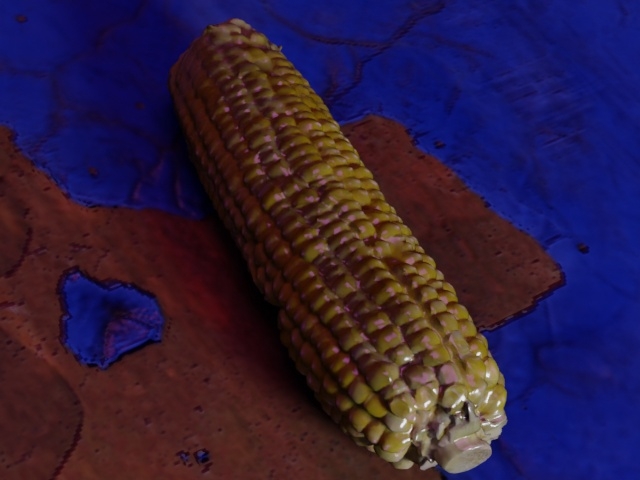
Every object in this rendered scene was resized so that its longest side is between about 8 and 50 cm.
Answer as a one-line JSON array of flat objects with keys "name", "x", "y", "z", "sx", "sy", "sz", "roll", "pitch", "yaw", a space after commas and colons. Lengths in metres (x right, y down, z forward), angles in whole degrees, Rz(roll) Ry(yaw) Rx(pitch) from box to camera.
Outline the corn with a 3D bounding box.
[{"name": "corn", "x": 0.000, "y": 0.000, "z": 0.901, "sx": 0.086, "sy": 0.086, "sz": 0.288, "roll": -14, "pitch": 54, "yaw": -26}]
